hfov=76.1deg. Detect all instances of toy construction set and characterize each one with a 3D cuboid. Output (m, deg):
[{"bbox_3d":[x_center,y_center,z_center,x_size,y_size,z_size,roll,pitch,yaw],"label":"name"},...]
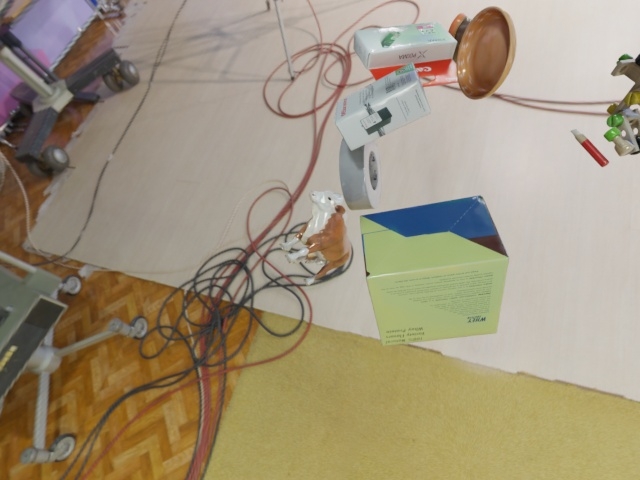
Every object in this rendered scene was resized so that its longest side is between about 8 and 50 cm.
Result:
[{"bbox_3d":[0.861,-0.380,1.154,0.309,0.257,0.237,-30,66,5],"label":"toy construction set"}]

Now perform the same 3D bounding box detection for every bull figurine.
[{"bbox_3d":[0.000,0.000,1.038,0.188,0.310,0.101,-31,59,-2],"label":"bull figurine"}]

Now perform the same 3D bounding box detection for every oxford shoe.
[{"bbox_3d":[0.496,-0.659,1.415,0.098,0.271,0.097,41,97,17],"label":"oxford shoe"}]

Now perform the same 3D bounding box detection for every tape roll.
[{"bbox_3d":[0.120,-0.197,1.181,0.072,0.219,0.219,-2,62,20],"label":"tape roll"}]

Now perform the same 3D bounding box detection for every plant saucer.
[{"bbox_3d":[0.391,-0.435,0.960,0.037,0.200,0.200,-3,57,-15],"label":"plant saucer"}]

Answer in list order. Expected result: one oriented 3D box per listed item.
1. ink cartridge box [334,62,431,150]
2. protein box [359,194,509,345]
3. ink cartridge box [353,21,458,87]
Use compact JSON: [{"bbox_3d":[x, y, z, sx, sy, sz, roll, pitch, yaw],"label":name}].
[{"bbox_3d":[0.145,-0.321,0.983,0.208,0.087,0.153,-21,33,22],"label":"ink cartridge box"},{"bbox_3d":[0.181,0.057,0.682,0.199,0.201,0.136,-9,46,9],"label":"protein box"},{"bbox_3d":[0.260,-0.528,1.165,0.275,0.060,0.239,-12,54,-11],"label":"ink cartridge box"}]
